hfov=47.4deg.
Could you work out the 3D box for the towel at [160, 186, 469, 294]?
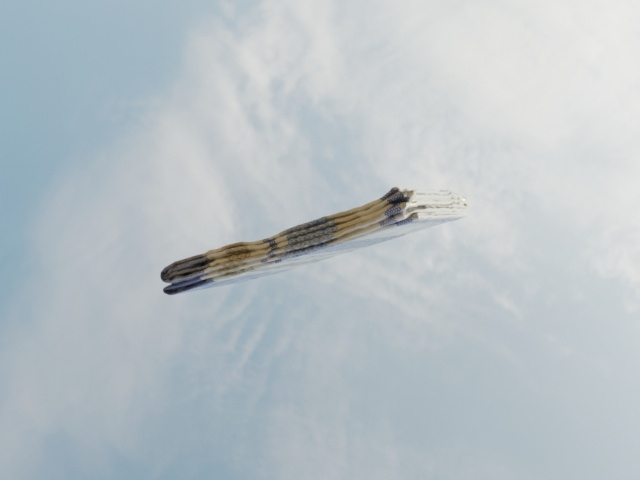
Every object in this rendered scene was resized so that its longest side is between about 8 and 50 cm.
[{"bbox_3d":[0.000,0.000,0.757,0.285,0.209,0.034,-18,-96,26],"label":"towel"}]
